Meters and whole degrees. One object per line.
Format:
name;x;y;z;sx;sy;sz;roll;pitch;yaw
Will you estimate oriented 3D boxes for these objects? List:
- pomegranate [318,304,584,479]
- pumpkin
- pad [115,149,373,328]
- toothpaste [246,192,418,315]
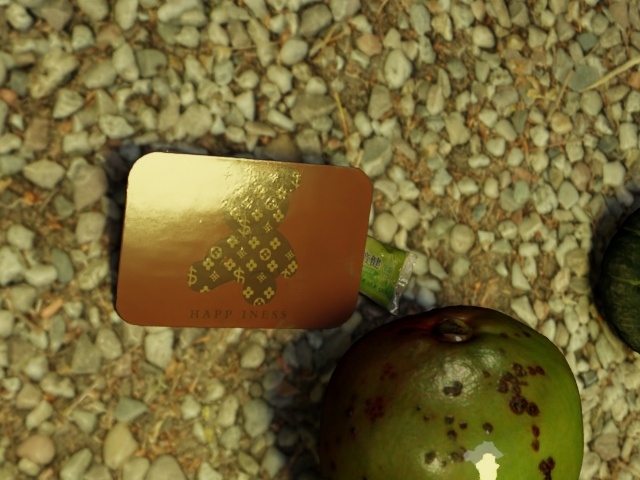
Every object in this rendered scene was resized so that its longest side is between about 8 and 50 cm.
pomegranate;0.138;0.230;1.097;0.290;0.290;0.323;-10;90;-30
pumpkin;0.447;0.049;1.361;0.211;0.152;0.212;-8;107;-26
pad;-0.073;0.004;1.114;0.267;0.004;0.181;2;103;-25
toothpaste;0.000;0.000;1.174;0.248;0.047;0.078;28;75;-26
